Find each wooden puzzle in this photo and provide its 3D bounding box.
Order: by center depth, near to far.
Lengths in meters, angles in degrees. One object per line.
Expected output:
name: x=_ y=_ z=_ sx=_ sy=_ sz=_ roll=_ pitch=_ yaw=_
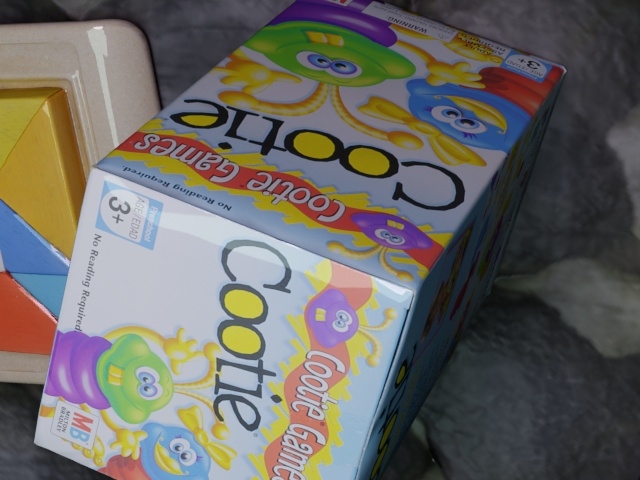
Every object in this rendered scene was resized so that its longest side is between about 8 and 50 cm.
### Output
wooden puzzle: x=-0.196 y=-0.014 z=1.070 sx=0.239 sy=0.044 sz=0.221 roll=-1 pitch=112 yaw=20

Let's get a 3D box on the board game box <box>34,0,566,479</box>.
board game box: x=0.000 y=0.000 z=0.870 sx=0.142 sy=0.275 sz=0.144 roll=21 pitch=118 yaw=10

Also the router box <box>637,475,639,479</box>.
router box: x=0.295 y=0.194 z=0.922 sx=0.309 sy=0.081 sz=0.243 roll=24 pitch=101 yaw=9
